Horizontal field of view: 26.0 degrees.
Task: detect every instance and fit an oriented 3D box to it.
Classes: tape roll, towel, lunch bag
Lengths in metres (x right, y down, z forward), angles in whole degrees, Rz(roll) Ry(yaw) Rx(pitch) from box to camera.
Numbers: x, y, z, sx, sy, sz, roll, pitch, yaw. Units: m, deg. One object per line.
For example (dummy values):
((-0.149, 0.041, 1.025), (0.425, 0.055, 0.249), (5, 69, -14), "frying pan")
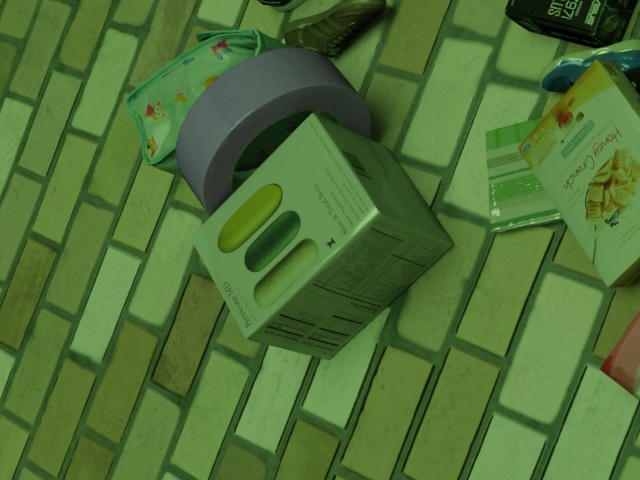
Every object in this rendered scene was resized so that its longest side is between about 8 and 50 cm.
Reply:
((-0.066, -0.141, 1.991), (0.275, 0.275, 0.090), (-48, 54, 16), "tape roll")
((0.280, -0.089, 1.885), (0.113, 0.023, 0.152), (-12, 68, 31), "towel")
((-0.122, -0.205, 2.082), (0.262, 0.223, 0.160), (-38, 58, 22), "lunch bag")

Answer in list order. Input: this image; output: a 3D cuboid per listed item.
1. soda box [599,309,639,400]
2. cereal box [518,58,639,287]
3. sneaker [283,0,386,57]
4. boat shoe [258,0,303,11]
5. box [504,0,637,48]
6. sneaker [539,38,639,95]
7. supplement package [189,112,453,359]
((0.455, 0.079, 1.666), (0.092, 0.083, 0.263), (39, 102, 37), "soda box")
((0.367, -0.084, 1.749), (0.173, 0.047, 0.240), (-52, 52, 35), "cereal box")
((0.028, -0.318, 2.117), (0.188, 0.066, 0.071), (-14, 86, 39), "sneaker")
((0.001, -0.482, 2.149), (0.302, 0.091, 0.114), (-50, 60, 16), "boat shoe")
((0.354, -0.360, 1.866), (0.147, 0.077, 0.180), (24, 92, 38), "box")
((0.361, -0.204, 1.829), (0.152, 0.058, 0.084), (-13, 61, 27), "sneaker")
((0.000, 0.000, 1.951), (0.263, 0.198, 0.199), (-44, 56, 19), "supplement package")
